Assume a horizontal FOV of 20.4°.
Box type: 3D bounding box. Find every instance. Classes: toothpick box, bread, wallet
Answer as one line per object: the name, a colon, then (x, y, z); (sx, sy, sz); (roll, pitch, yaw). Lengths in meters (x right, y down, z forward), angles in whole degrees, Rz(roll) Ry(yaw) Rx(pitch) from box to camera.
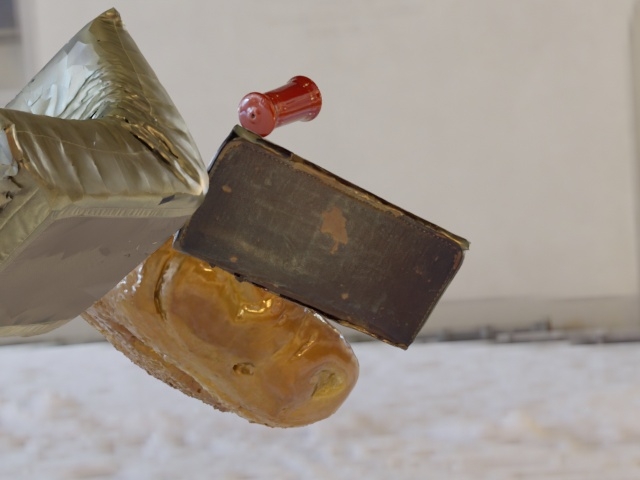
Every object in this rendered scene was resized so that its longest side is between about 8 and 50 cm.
toothpick box: (-0.040, -0.128, 1.712); (0.047, 0.047, 0.083); (-1, 15, 37)
bread: (-0.143, 0.075, 1.858); (0.337, 0.328, 0.148); (20, 65, 49)
wallet: (0.000, 0.000, 1.506); (0.232, 0.122, 0.031); (25, 21, -12)

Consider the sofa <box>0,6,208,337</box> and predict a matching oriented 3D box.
sofa: (-0.226, -0.048, 1.274); (0.210, 0.176, 0.225); (-41, -19, 29)
